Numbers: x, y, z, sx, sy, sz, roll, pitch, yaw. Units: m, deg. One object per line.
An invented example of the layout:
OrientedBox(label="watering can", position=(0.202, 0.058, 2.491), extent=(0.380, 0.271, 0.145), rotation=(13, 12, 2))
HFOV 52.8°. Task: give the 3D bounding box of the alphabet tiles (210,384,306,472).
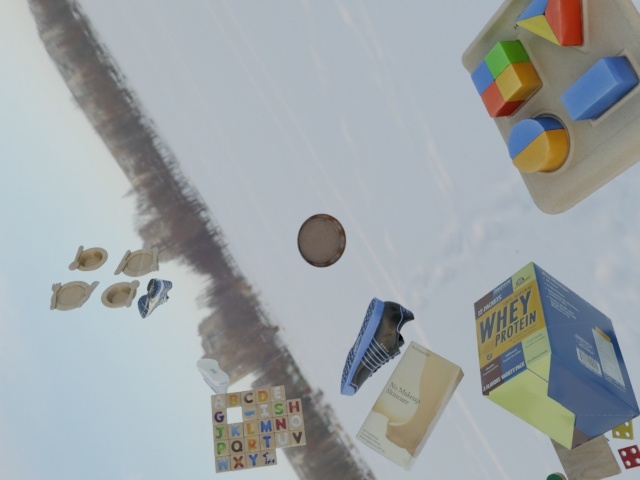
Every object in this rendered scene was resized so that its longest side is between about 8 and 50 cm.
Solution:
OrientedBox(label="alphabet tiles", position=(-0.162, 0.486, 1.677), extent=(0.009, 0.237, 0.198), rotation=(86, 177, -67))

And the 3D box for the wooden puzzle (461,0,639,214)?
OrientedBox(label="wooden puzzle", position=(0.373, -0.250, 1.034), extent=(0.347, 0.081, 0.322), rotation=(66, 151, 16))

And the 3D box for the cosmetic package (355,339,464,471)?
OrientedBox(label="cosmetic package", position=(0.092, 0.167, 0.654), extent=(0.060, 0.115, 0.041), rotation=(25, 167, 25))

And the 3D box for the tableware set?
OrientedBox(label="tableware set", position=(-0.344, 0.058, 1.033), extent=(0.141, 0.169, 0.020), rotation=(-82, -10, -47))

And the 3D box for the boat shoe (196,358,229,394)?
OrientedBox(label="boat shoe", position=(-0.317, 0.405, 1.909), extent=(0.184, 0.066, 0.063), rotation=(20, 112, 52))

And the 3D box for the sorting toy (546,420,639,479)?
OrientedBox(label="sorting toy", position=(0.651, 0.507, 1.556), extent=(0.274, 0.046, 0.132), rotation=(-40, 59, 39))

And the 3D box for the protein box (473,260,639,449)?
OrientedBox(label="protein box", position=(0.371, 0.183, 1.039), extent=(0.200, 0.136, 0.201), rotation=(33, -144, -17))

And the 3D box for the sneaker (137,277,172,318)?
OrientedBox(label="sneaker", position=(-0.393, 0.142, 1.546), extent=(0.135, 0.058, 0.052), rotation=(-50, 57, 35))

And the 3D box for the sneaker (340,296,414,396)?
OrientedBox(label="sneaker", position=(0.111, 0.227, 1.301), extent=(0.091, 0.232, 0.081), rotation=(18, -157, -6))

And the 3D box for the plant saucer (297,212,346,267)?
OrientedBox(label="plant saucer", position=(0.000, 0.000, 1.995), extent=(0.168, 0.168, 0.029), rotation=(60, 160, -15))
